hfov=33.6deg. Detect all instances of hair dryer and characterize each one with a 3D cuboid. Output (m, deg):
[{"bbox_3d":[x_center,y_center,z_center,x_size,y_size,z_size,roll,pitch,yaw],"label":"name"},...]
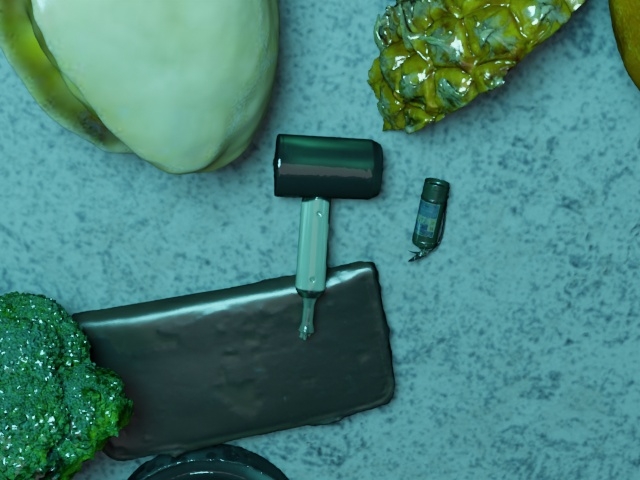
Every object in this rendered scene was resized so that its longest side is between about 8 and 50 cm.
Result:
[{"bbox_3d":[0.000,0.000,0.994,0.100,0.057,0.198,4,103,-5],"label":"hair dryer"}]

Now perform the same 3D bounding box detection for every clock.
[{"bbox_3d":[-0.120,0.314,1.129,0.215,0.042,0.215,-1,111,-3],"label":"clock"}]

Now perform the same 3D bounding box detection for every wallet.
[{"bbox_3d":[-0.082,0.120,1.054,0.309,0.042,0.165,-12,110,-1],"label":"wallet"}]

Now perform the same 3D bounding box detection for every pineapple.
[{"bbox_3d":[0.119,-0.207,0.892,0.249,0.140,0.164,-31,109,12],"label":"pineapple"}]

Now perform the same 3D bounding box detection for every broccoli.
[{"bbox_3d":[-0.315,0.173,0.984,0.254,0.269,0.269,-32,112,-18],"label":"broccoli"}]

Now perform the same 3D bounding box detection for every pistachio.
[{"bbox_3d":[-0.142,-0.207,0.830,0.238,0.229,0.321,-29,124,-30],"label":"pistachio"}]

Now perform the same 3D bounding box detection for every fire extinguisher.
[{"bbox_3d":[0.107,-0.018,1.023,0.038,0.025,0.083,-1,113,-29],"label":"fire extinguisher"}]

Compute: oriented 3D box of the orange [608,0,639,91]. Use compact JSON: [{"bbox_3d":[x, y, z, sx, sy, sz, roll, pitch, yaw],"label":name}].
[{"bbox_3d":[0.380,-0.207,0.863,0.284,0.226,0.284,1,107,2],"label":"orange"}]
